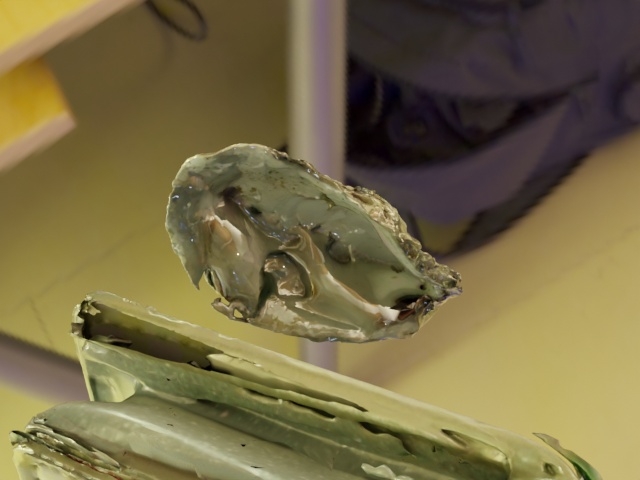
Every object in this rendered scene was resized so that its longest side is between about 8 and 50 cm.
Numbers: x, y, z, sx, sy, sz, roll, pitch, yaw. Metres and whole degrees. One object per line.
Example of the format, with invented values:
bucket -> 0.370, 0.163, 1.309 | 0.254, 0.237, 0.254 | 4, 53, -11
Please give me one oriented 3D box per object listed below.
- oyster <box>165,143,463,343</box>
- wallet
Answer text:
oyster -> 0.001, 0.002, 1.517 | 0.252, 0.199, 0.087 | -8, 30, -17
wallet -> 0.012, 0.163, 0.731 | 0.223, 0.309, 0.077 | 13, 53, 21
